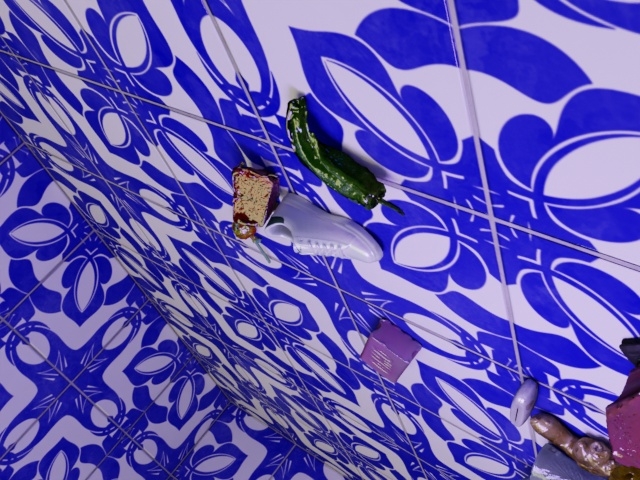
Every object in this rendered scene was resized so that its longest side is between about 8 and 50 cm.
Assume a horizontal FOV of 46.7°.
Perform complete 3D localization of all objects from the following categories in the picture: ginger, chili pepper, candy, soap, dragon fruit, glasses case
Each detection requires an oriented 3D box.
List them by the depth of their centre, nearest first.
[{"bbox_3d":[0.543,0.272,1.135,0.182,0.112,0.289,39,154,11],"label":"soap"},{"bbox_3d":[0.040,-0.130,1.295,0.279,0.065,0.122,42,162,5],"label":"chili pepper"},{"bbox_3d":[0.547,0.433,1.565,0.214,0.059,0.133,38,166,8],"label":"ginger"},{"bbox_3d":[0.431,0.346,1.570,0.041,0.063,0.164,29,155,25],"label":"glasses case"},{"bbox_3d":[-0.132,-0.107,1.595,0.102,0.096,0.147,22,122,16],"label":"dragon fruit"},{"bbox_3d":[0.171,0.277,1.847,0.122,0.065,0.203,35,158,12],"label":"soap"},{"bbox_3d":[-0.168,0.005,1.906,0.060,0.060,0.201,24,160,34],"label":"candy"}]

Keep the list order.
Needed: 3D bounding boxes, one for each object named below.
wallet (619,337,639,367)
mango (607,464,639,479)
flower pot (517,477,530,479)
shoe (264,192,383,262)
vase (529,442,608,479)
[{"bbox_3d":[0.592,0.241,1.172,0.244,0.025,0.124,46,154,-9],"label":"wallet"},{"bbox_3d":[0.644,0.524,1.431,0.249,0.156,0.151,44,138,-20],"label":"mango"},{"bbox_3d":[0.546,0.705,1.824,0.195,0.246,0.246,1,142,21],"label":"flower pot"},{"bbox_3d":[0.000,0.000,1.545,0.265,0.110,0.095,30,155,30],"label":"shoe"},{"bbox_3d":[0.593,0.549,1.665,0.219,0.096,0.096,22,152,30],"label":"vase"}]
